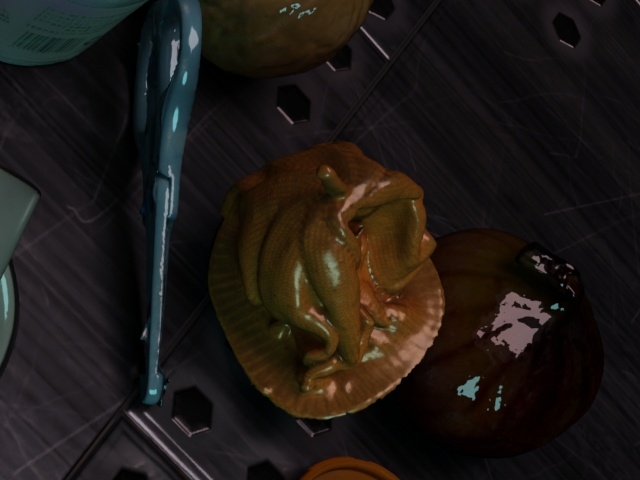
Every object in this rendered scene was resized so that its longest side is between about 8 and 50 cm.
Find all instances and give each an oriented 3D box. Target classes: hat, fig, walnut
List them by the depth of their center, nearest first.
[{"bbox_3d":[0.000,0.000,1.485,0.233,0.233,0.244,22,66,11],"label":"hat"},{"bbox_3d":[-0.047,-0.269,1.633,0.228,0.228,0.228,18,60,-33],"label":"walnut"},{"bbox_3d":[0.174,0.103,1.665,0.235,0.214,0.235,6,83,-58],"label":"fig"}]

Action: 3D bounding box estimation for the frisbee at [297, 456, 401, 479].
[{"bbox_3d":[0.032,0.296,1.561,0.192,0.035,0.192,19,58,-33],"label":"frisbee"}]

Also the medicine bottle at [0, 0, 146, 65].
[{"bbox_3d":[-0.211,-0.317,1.474,0.245,0.290,0.245,18,60,-33],"label":"medicine bottle"}]

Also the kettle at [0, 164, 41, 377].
[{"bbox_3d":[-0.315,0.047,1.282,0.221,0.161,0.236,34,76,-50],"label":"kettle"}]

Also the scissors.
[{"bbox_3d":[-0.147,-0.047,1.519,0.032,0.180,0.393,5,81,-17],"label":"scissors"}]
